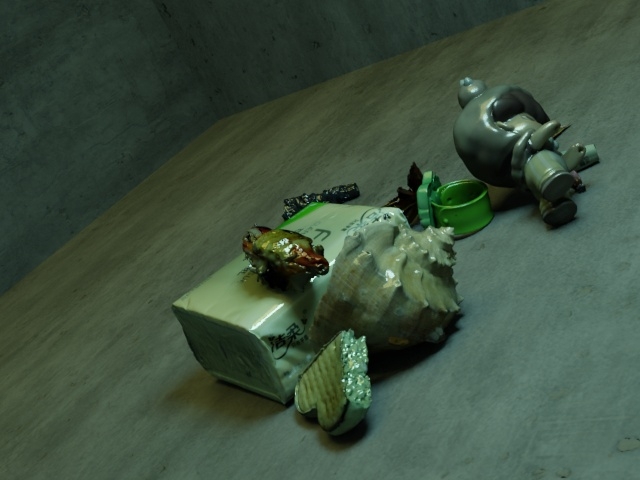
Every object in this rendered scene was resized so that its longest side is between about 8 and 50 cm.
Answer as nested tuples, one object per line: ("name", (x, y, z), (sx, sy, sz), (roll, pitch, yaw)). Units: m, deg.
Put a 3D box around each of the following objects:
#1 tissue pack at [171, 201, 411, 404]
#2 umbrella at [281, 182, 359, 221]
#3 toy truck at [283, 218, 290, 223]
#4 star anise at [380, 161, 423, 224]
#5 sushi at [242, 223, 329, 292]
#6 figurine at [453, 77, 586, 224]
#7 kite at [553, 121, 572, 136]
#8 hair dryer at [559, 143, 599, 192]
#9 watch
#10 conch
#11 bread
("tissue pack", (-0.040, 0.103, 1.908), (0.405, 0.205, 0.332), (-39, 26, -26))
("umbrella", (-0.002, -0.108, 2.634), (0.224, 0.071, 0.080), (-16, 49, 19))
("toy truck", (0.000, 0.000, 2.270), (0.085, 0.116, 0.191), (-34, 28, -17))
("star anise", (0.192, -0.083, 2.191), (0.157, 0.212, 0.053), (-46, 64, 2))
("sushi", (-0.071, 0.034, 1.724), (0.097, 0.103, 0.226), (-11, 17, -38))
("figurine", (0.404, -0.177, 1.969), (0.203, 0.248, 0.380), (-44, 36, 12))
("kite", (0.496, -0.225, 2.315), (0.241, 0.014, 0.183), (-26, 16, 7))
("hair dryer", (0.530, -0.140, 2.012), (0.106, 0.054, 0.154), (-18, 31, 17))
("watch", (0.291, -0.085, 2.078), (0.152, 0.131, 0.165), (-8, 25, 24))
("conch", (0.119, 0.101, 1.680), (0.186, 0.263, 0.324), (28, 88, 54))
("bread", (0.029, 0.230, 1.614), (0.232, 0.064, 0.172), (7, 80, 68))
